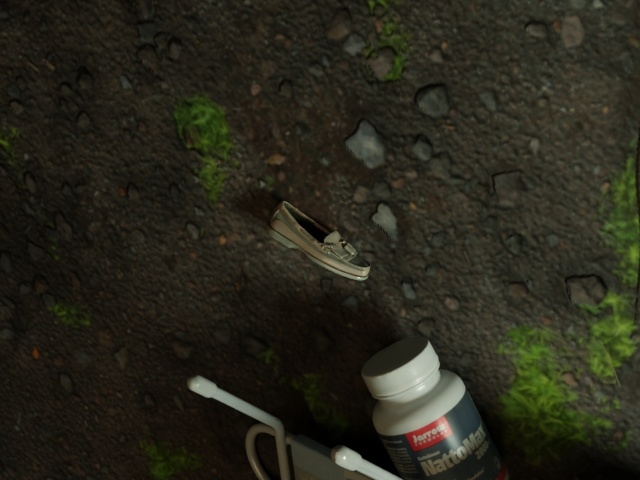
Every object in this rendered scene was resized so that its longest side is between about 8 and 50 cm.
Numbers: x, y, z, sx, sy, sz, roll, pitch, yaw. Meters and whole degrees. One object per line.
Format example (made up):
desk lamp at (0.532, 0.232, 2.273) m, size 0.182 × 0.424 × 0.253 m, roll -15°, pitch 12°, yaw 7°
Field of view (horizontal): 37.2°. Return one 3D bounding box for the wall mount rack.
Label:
wall mount rack at (-0.001, 0.273, 1.010) m, size 0.350 × 0.130 × 0.304 m, roll 16°, pitch 125°, yaw 39°

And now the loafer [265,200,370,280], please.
loafer at (0.000, 0.000, 1.024) m, size 0.125 × 0.045 × 0.039 m, roll 27°, pitch 111°, yaw 12°

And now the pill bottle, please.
pill bottle at (0.118, 0.201, 1.019) m, size 0.108 × 0.108 × 0.180 m, roll -23°, pitch 101°, yaw 26°
